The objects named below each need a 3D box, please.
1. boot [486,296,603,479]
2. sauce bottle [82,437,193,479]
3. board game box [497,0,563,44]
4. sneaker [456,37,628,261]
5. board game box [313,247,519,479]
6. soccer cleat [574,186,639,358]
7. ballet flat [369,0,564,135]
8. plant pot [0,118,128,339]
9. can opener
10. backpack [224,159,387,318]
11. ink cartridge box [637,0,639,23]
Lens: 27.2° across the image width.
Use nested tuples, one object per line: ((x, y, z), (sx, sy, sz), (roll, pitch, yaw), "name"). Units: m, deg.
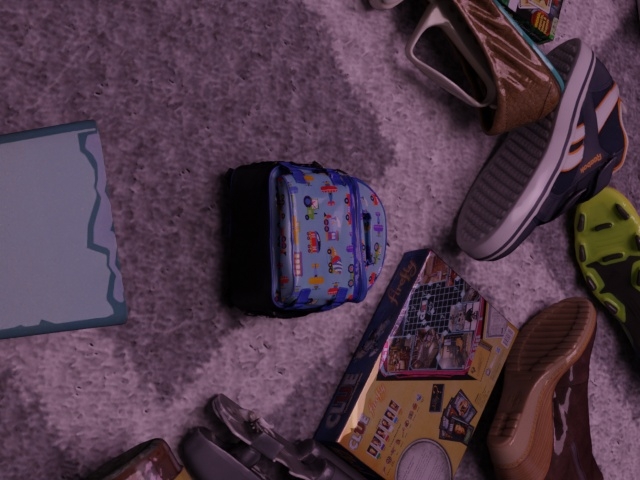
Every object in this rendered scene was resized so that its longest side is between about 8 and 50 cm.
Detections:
((0.286, 0.215, 1.559), (0.248, 0.090, 0.207), (-57, 130, -28), "boot")
((-0.097, 0.344, 1.178), (0.111, 0.111, 0.344), (-34, 96, -35), "sauce bottle")
((0.260, -0.384, 1.608), (0.136, 0.030, 0.259), (26, 71, -31), "board game box")
((0.273, -0.084, 1.530), (0.127, 0.126, 0.321), (42, 61, -21), "sneaker")
((0.109, 0.154, 1.433), (0.165, 0.042, 0.243), (42, 63, -28), "board game box")
((0.399, 0.055, 1.658), (0.289, 0.093, 0.121), (60, 25, -13), "soccer cleat")
((0.132, -0.256, 1.449), (0.124, 0.116, 0.342), (-38, 105, -7), "ballet flat")
((-0.305, 0.005, 1.057), (0.234, 0.166, 0.165), (-9, 92, -30), "plant pot")
((-0.019, 0.252, 1.323), (0.095, 0.076, 0.283), (-46, 118, 4), "can opener")
((0.000, 0.000, 1.317), (0.173, 0.117, 0.158), (4, 84, -40), "backpack")
((0.480, -0.322, 1.749), (0.198, 0.067, 0.115), (-9, 91, -40), "ink cartridge box")
